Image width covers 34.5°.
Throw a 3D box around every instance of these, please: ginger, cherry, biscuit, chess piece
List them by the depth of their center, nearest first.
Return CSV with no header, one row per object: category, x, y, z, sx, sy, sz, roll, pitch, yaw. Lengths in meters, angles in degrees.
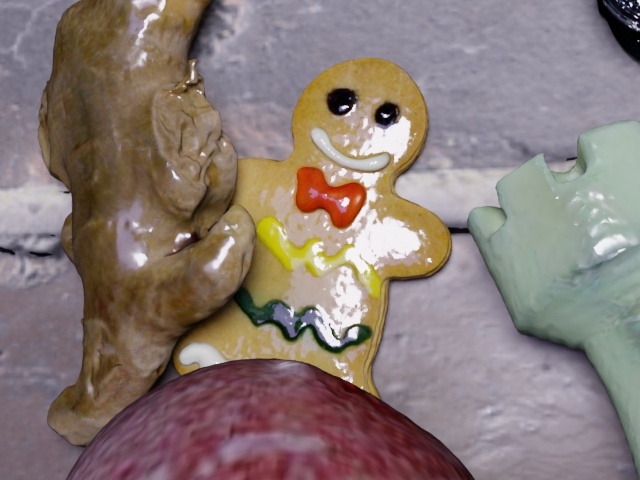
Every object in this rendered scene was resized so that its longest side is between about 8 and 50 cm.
cherry,-0.019,0.166,0.501,0.230,0.300,0.203,38,87,-5
chess piece,0.191,0.091,0.512,0.195,0.194,0.299,-28,70,8
ginger,-0.111,-0.044,0.634,0.166,0.080,0.333,-10,74,38
biscuit,0.000,0.000,0.636,0.158,0.035,0.240,16,87,12

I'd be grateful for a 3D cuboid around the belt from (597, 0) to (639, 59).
belt,0.213,-0.172,0.596,0.105,0.058,0.140,27,93,20
